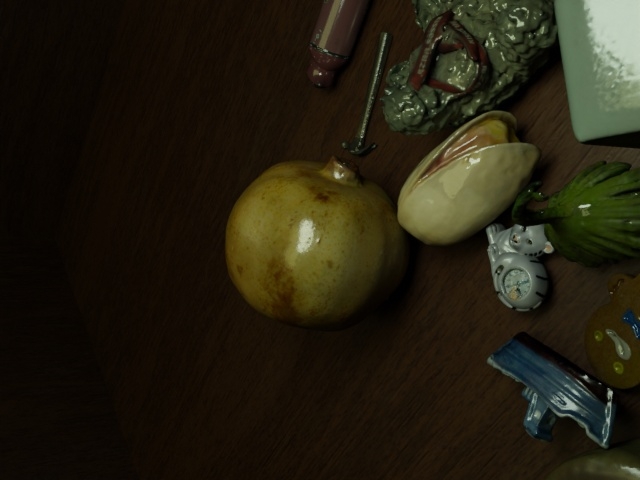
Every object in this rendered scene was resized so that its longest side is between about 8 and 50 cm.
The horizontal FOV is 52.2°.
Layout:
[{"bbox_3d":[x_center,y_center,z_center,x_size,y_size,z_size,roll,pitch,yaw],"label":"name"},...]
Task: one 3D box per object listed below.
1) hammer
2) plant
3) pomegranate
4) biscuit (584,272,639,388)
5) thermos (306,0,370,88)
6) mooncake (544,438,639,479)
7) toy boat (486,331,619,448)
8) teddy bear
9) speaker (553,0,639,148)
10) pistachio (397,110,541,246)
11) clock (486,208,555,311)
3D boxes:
[{"bbox_3d":[0.119,-0.348,1.565,0.125,0.027,0.297,30,111,47],"label":"hammer"},{"bbox_3d":[0.382,-0.065,1.025,0.251,0.333,0.180,139,137,-56],"label":"plant"},{"bbox_3d":[0.000,0.000,1.418,0.417,0.417,0.416,-2,88,50],"label":"pomegranate"},{"bbox_3d":[0.503,0.141,1.039,0.236,0.039,0.180,110,150,-42],"label":"biscuit"},{"bbox_3d":[0.039,-0.537,1.601,0.136,0.109,0.330,44,122,41],"label":"thermos"},{"bbox_3d":[0.485,0.455,1.002,0.284,0.155,0.284,-5,83,49],"label":"mooncake"},{"bbox_3d":[0.386,0.263,1.129,0.142,0.129,0.309,-61,26,4],"label":"toy boat"},{"bbox_3d":[0.258,-0.407,1.265,0.357,0.224,0.367,-33,61,29],"label":"teddy bear"},{"bbox_3d":[0.476,-0.219,0.841,0.183,0.406,0.184,-3,91,50],"label":"speaker"},{"bbox_3d":[0.269,-0.114,1.252,0.299,0.187,0.187,-48,54,33],"label":"pistachio"},{"bbox_3d":[0.379,0.039,1.199,0.117,0.080,0.176,-22,70,47],"label":"clock"}]
